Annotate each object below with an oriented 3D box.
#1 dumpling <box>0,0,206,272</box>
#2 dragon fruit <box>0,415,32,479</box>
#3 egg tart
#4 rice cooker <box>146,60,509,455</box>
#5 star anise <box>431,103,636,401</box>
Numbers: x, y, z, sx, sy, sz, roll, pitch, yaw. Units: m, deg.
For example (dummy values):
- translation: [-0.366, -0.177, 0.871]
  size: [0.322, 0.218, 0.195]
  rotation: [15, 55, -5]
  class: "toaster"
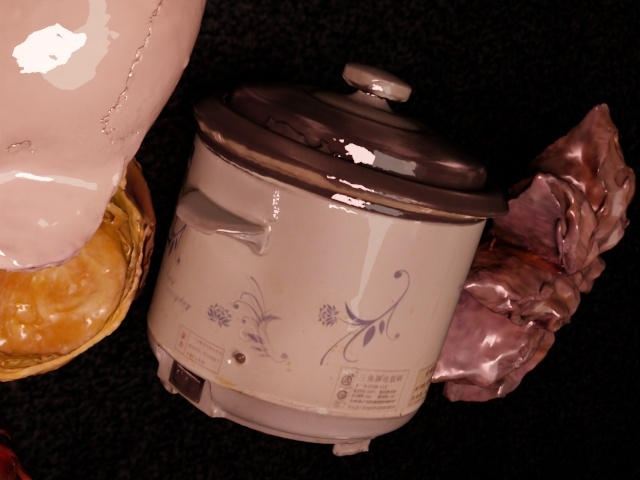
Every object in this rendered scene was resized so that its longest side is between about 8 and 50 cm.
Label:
- translation: [-0.211, -0.176, 0.861]
  size: [0.260, 0.181, 0.341]
  rotation: [21, 101, -18]
  class: "dumpling"
- translation: [-0.309, 0.206, 0.963]
  size: [0.182, 0.182, 0.189]
  rotation: [-12, 127, -30]
  class: "dragon fruit"
- translation: [-0.224, 0.017, 0.979]
  size: [0.241, 0.106, 0.241]
  rotation: [-18, 123, -30]
  class: "egg tart"
- translation: [0.000, 0.000, 1.020]
  size: [0.316, 0.264, 0.317]
  rotation: [-24, 128, -33]
  class: "rice cooker"
- translation: [0.207, 0.027, 1.205]
  size: [0.331, 0.117, 0.332]
  rotation: [-44, 156, -25]
  class: "star anise"
